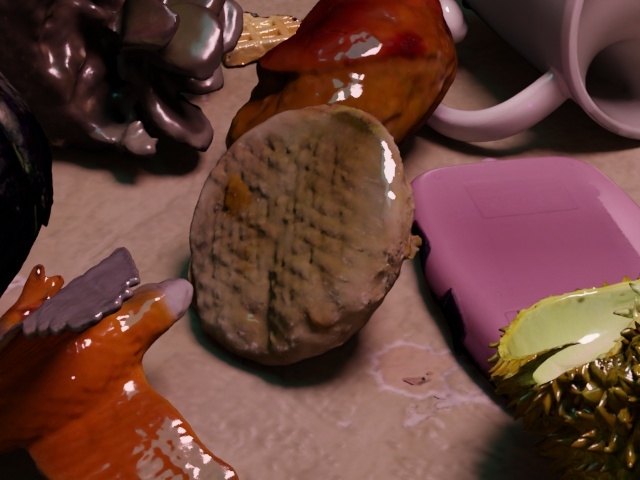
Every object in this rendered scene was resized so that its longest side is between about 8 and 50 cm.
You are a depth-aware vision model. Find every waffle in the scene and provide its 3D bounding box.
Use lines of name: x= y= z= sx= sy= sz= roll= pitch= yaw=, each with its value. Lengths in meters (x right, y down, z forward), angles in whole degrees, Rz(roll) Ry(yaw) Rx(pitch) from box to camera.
waffle: x=-0.027 y=-0.200 z=1.568 sx=0.153 sy=0.023 sz=0.097 roll=-9 pitch=38 yaw=-12

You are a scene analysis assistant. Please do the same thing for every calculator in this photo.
calculator: x=0.170 y=0.010 z=1.270 sx=0.194 sy=0.043 sz=0.294 roll=-7 pitch=35 yaw=-11

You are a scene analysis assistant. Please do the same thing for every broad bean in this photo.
broad bean: x=0.015 y=-0.129 z=1.366 sx=0.228 sy=0.122 sz=0.156 roll=-40 pitch=42 yaw=-24

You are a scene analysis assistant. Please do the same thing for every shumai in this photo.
shumai: x=0.000 y=0.000 z=1.223 sx=0.201 sy=0.201 sz=0.120 roll=39 pitch=9 yaw=40

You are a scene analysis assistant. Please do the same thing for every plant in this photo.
plant: x=-0.201 y=-0.185 z=1.398 sx=0.276 sy=0.188 sz=0.199 roll=9 pitch=37 yaw=10

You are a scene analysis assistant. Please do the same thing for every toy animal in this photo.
toy animal: x=-0.204 y=0.127 z=1.062 sx=0.284 sy=0.225 sz=0.302 roll=-21 pitch=24 yaw=3

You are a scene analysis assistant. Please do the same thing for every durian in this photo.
durian: x=0.230 y=0.078 z=1.051 sx=0.237 sy=0.200 sz=0.176 roll=-26 pitch=77 yaw=-8

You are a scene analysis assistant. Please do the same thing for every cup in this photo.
cup: x=0.212 y=-0.232 z=1.472 sx=0.357 sy=0.259 sz=0.274 roll=-38 pitch=42 yaw=-1

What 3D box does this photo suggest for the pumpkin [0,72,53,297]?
pumpkin: x=-0.326 y=-0.034 z=1.083 sx=0.296 sy=0.295 sz=0.296 roll=1 pitch=36 yaw=-1
